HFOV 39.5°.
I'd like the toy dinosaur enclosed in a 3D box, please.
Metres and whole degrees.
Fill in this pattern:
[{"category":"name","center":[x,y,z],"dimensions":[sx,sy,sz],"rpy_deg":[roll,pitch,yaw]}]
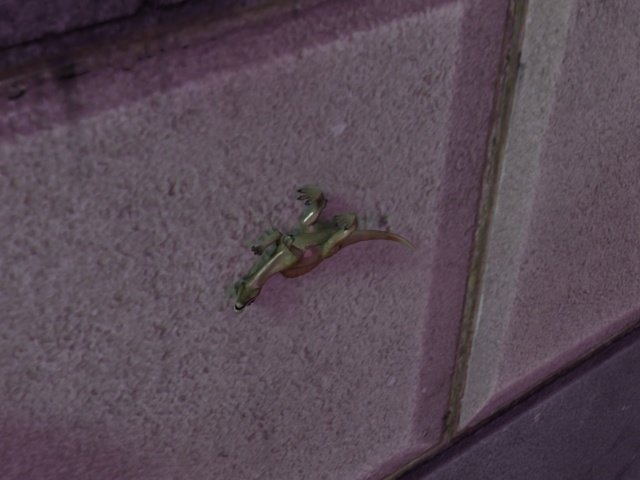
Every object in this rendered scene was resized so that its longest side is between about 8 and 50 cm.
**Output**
[{"category":"toy dinosaur","center":[0.000,0.000,0.764],"dimensions":[0.183,0.053,0.092],"rpy_deg":[-21,149,-21]}]
